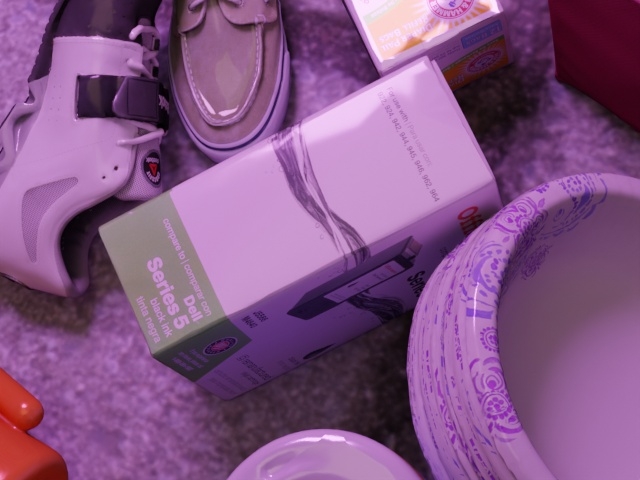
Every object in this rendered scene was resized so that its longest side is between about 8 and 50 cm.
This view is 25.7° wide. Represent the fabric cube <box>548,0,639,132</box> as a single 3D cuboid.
[{"bbox_3d":[0.336,-0.194,1.023,0.259,0.258,0.254,38,85,19],"label":"fabric cube"}]

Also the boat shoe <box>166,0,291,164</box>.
[{"bbox_3d":[-0.089,-0.215,1.206,0.109,0.094,0.302,-8,72,10],"label":"boat shoe"}]

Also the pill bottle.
[{"bbox_3d":[0.026,0.222,0.958,0.152,0.272,0.152,-3,74,12],"label":"pill bottle"}]

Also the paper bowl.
[{"bbox_3d":[0.191,0.108,0.985,0.284,0.148,0.284,11,62,-22],"label":"paper bowl"}]

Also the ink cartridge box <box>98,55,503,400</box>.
[{"bbox_3d":[0.000,0.000,1.068,0.272,0.198,0.115,-27,70,4],"label":"ink cartridge box"}]

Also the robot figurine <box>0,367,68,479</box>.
[{"bbox_3d":[-0.289,0.189,1.114,0.219,0.128,0.158,27,116,18],"label":"robot figurine"}]

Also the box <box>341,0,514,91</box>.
[{"bbox_3d":[0.068,-0.225,1.171,0.114,0.103,0.203,-25,70,5],"label":"box"}]

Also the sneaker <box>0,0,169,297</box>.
[{"bbox_3d":[-0.171,-0.104,1.170,0.146,0.122,0.331,31,101,15],"label":"sneaker"}]
